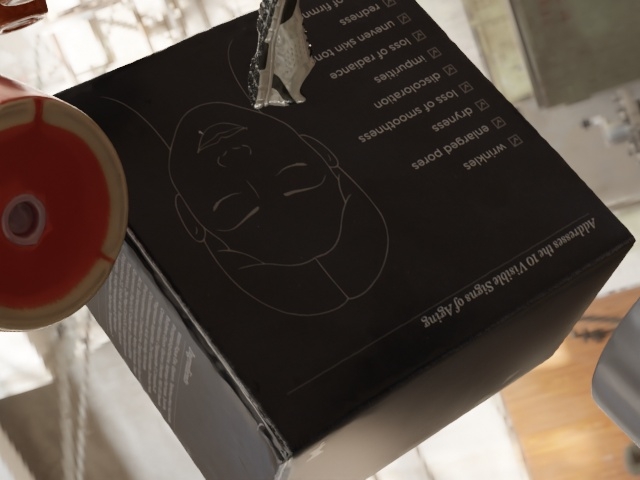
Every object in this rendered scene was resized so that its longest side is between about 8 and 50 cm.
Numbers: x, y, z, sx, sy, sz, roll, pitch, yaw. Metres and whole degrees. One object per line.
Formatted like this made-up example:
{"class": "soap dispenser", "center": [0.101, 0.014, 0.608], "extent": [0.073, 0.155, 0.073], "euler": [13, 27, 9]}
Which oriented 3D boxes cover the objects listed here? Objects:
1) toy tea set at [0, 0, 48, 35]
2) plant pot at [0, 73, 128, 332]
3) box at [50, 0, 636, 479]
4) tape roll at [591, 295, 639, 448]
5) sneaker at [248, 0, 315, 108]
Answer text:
{"class": "toy tea set", "center": [-0.304, -0.319, 1.244], "extent": [0.124, 0.336, 0.200], "euler": [68, -156, -5]}
{"class": "plant pot", "center": [-0.318, -0.036, 1.025], "extent": [0.275, 0.243, 0.274], "euler": [-13, -72, -45]}
{"class": "box", "center": [0.000, 0.000, 1.345], "extent": [0.471, 0.480, 0.297], "euler": [51, 153, 22]}
{"class": "tape roll", "center": [0.323, 0.080, 0.934], "extent": [0.072, 0.219, 0.219], "euler": [47, 176, 35]}
{"class": "sneaker", "center": [-0.024, -0.146, 0.847], "extent": [0.040, 0.044, 0.109], "euler": [-108, 24, -52]}
